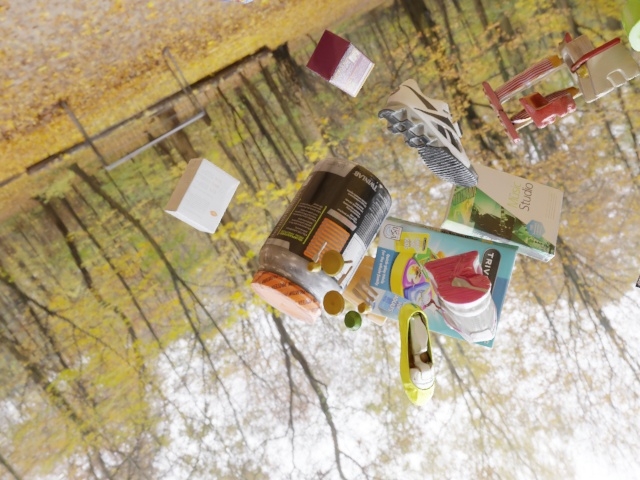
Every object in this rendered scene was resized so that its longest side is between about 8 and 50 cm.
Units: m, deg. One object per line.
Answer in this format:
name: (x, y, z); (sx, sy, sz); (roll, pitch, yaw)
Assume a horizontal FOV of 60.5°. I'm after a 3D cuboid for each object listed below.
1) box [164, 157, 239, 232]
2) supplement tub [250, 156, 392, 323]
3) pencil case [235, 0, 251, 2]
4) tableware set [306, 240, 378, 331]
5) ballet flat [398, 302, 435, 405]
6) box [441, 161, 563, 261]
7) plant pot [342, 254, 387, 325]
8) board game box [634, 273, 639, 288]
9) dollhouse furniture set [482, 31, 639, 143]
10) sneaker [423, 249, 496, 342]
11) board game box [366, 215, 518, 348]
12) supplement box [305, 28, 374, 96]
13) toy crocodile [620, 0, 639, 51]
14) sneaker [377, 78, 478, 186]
box: (-0.333, -0.127, 1.546); (0.091, 0.130, 0.170); (9, -110, 53)
supplement tub: (0.000, 0.000, 1.144); (0.193, 0.193, 0.316); (-3, -130, 58)
pencil case: (-0.227, -0.543, 1.079); (0.119, 0.133, 0.306); (20, -153, 21)
tableware set: (0.034, 0.083, 0.981); (0.024, 0.154, 0.104); (-1, 130, -56)
ballet flat: (0.213, 0.252, 1.199); (0.077, 0.231, 0.077); (-6, 179, -15)
box: (0.538, -0.093, 1.616); (0.058, 0.322, 0.232); (99, 10, -62)
plant pot: (0.146, 0.131, 1.698); (0.205, 0.188, 0.205); (25, 90, -86)
board game box: (0.781, 0.026, 1.201); (0.136, 0.035, 0.201); (-122, -129, -82)
dollhouse furniture set: (0.450, -0.314, 1.092); (0.201, 0.152, 0.374); (-29, 179, 16)
sneaker: (0.244, 0.096, 0.955); (0.103, 0.111, 0.252); (-14, -164, 13)
board game box: (0.301, 0.100, 1.400); (0.336, 0.254, 0.079); (14, -168, 20)
supplement box: (0.053, -0.444, 1.391); (0.104, 0.081, 0.188); (-59, 161, 14)
toy crocodile: (0.569, -0.390, 0.728); (0.340, 0.105, 0.115); (-37, -144, 28)
sneaker: (0.303, -0.270, 1.374); (0.122, 0.330, 0.146); (-1, -127, 59)
